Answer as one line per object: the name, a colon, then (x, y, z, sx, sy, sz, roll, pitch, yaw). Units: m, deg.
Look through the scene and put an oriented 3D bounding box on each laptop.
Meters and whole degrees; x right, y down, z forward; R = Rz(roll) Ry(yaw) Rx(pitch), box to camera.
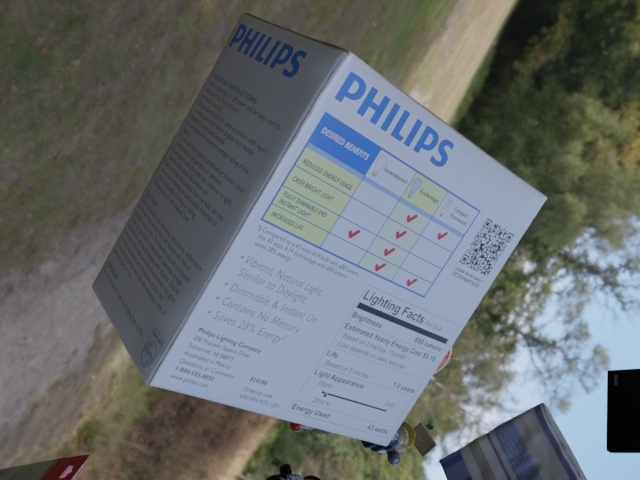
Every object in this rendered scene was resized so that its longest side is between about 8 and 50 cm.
laptop: (0.912, 0.469, 1.993, 0.136, 0.264, 0.234, 123, -18, -60)

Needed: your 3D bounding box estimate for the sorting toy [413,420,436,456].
sorting toy: (0.234, 0.438, 1.684, 0.012, 0.062, 0.083, -10, 146, -44)

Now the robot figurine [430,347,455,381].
robot figurine: (0.229, 0.238, 1.826, 0.128, 0.219, 0.158, -33, -166, 39)

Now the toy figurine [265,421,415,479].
toy figurine: (0.033, 0.368, 1.242, 0.148, 0.209, 0.213, 35, 66, -55)

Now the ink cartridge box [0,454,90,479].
ink cartridge box: (-0.550, 0.479, 1.409, 0.134, 0.231, 0.078, -68, 145, -77)

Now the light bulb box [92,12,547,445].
light bulb box: (0.000, 0.000, 0.864, 0.358, 0.225, 0.361, 26, 98, -39)

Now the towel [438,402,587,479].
towel: (0.405, 0.497, 1.602, 0.285, 0.209, 0.034, -36, 145, 21)
